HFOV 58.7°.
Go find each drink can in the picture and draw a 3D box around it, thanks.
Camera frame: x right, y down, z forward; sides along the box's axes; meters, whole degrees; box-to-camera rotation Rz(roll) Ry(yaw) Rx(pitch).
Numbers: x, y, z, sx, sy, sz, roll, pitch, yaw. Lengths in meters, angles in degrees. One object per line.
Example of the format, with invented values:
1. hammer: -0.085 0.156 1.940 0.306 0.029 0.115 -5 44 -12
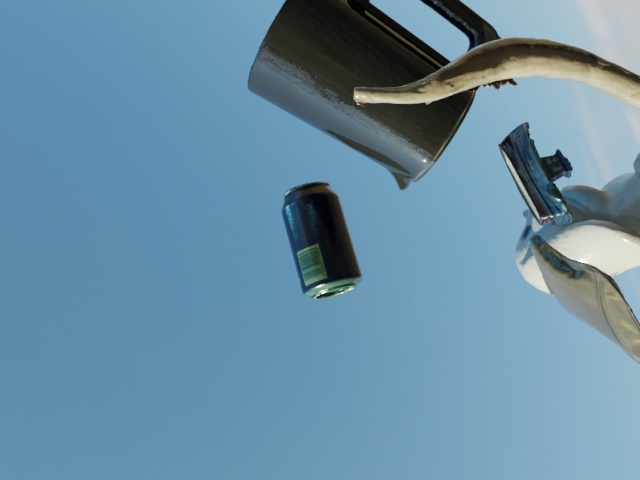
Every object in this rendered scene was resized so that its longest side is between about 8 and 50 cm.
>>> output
1. drink can: 0.000 0.000 1.055 0.118 0.118 0.205 0 -109 -48

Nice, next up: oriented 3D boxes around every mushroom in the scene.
1. mushroom: 0.159 -0.090 0.348 0.305 0.043 0.068 5 -146 -18

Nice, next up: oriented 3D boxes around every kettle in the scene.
1. kettle: 0.083 -0.268 0.894 0.307 0.203 0.262 31 -105 -3

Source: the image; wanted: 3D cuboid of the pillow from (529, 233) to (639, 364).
1. pillow: 0.288 0.064 0.615 0.130 0.033 0.217 57 -175 -9

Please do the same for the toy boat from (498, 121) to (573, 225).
1. toy boat: 0.262 -0.082 0.674 0.060 0.060 0.137 50 -162 -61

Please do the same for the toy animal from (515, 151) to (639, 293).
1. toy animal: 0.462 -0.012 0.899 0.248 0.289 0.174 -7 -109 -27
